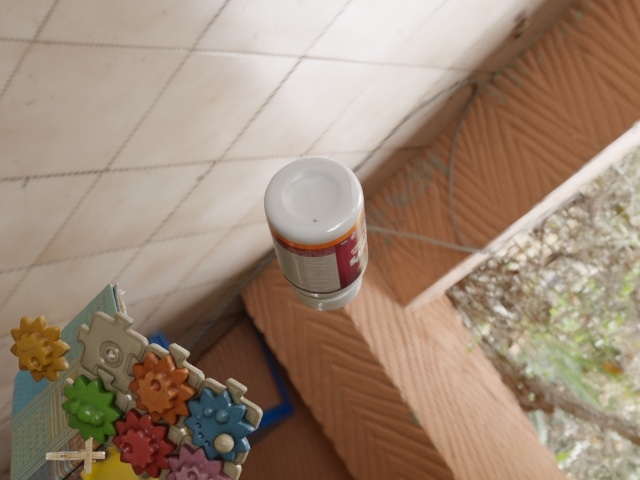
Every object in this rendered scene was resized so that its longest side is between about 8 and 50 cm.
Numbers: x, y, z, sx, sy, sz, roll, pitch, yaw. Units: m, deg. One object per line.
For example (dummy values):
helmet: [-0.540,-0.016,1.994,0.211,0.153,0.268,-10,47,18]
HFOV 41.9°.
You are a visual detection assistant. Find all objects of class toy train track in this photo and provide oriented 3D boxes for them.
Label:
toy train track: [-0.335,0.293,1.139,0.083,0.048,0.014,11,161,-39]

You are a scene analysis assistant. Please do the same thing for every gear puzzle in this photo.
gear puzzle: [-0.234,0.180,0.970,0.044,0.339,0.175,-28,143,-63]

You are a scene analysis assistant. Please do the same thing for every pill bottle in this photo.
pill bottle: [0.000,0.000,1.085,0.121,0.121,0.221,-32,152,-12]

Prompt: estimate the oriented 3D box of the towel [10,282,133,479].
towel: [-0.404,0.251,1.364,0.271,0.370,0.040,-43,122,5]
